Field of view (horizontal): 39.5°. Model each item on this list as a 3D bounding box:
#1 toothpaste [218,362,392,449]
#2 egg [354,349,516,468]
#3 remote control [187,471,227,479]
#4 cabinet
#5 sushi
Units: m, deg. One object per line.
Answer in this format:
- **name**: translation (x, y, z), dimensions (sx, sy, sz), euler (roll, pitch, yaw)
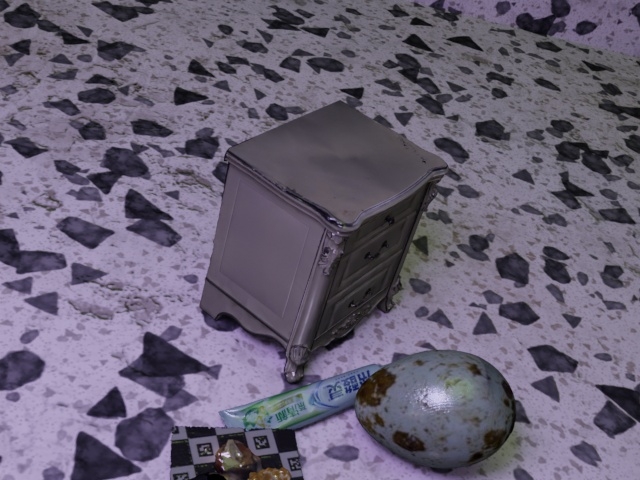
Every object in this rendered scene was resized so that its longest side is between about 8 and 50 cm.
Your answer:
- **toothpaste**: translation (-0.005, 0.238, 1.319), dimensions (0.297, 0.048, 0.074), euler (-14, 54, -31)
- **egg**: translation (0.164, 0.240, 1.279), dimensions (0.231, 0.169, 0.169), euler (2, 37, 3)
- **remote control**: translation (-0.110, 0.435, 0.980), dimensions (0.145, 0.062, 0.398), euler (-22, 49, -11)
- **cabinet**: translation (0.000, 0.000, 1.397), dimensions (0.228, 0.317, 0.290), euler (33, 39, 23)
- **sushi**: translation (-0.100, 0.322, 1.152), dimensions (0.193, 0.040, 0.210), euler (5, 45, -16)
